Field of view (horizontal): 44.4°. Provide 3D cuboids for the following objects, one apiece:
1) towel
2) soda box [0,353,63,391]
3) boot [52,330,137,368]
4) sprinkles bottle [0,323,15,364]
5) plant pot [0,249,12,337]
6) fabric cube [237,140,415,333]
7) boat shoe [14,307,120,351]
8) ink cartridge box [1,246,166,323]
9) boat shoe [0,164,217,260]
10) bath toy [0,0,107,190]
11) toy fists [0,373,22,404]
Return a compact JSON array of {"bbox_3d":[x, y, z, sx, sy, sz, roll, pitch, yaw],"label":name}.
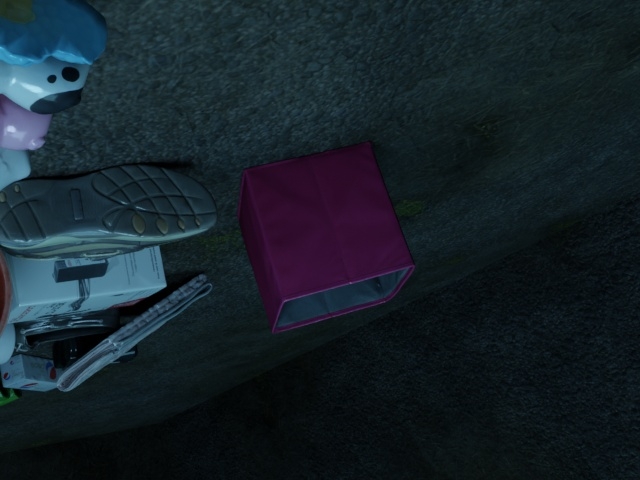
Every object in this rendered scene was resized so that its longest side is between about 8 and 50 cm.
[{"bbox_3d":[-0.445,0.221,1.882,0.317,0.053,0.332,-34,-178,43],"label":"towel"},{"bbox_3d":[-0.794,0.368,2.171,0.069,0.074,0.216,-20,163,5],"label":"soda box"},{"bbox_3d":[-0.583,0.280,2.065,0.207,0.094,0.246,-5,166,-27],"label":"boot"},{"bbox_3d":[-0.794,0.200,1.547,0.121,0.121,0.355,-30,160,35],"label":"sprinkles bottle"},{"bbox_3d":[-0.635,0.098,1.163,0.272,0.272,0.265,-5,170,-38],"label":"plant pot"},{"bbox_3d":[0.000,0.000,1.504,0.259,0.258,0.254,-14,162,-12],"label":"fabric cube"},{"bbox_3d":[-0.620,0.202,1.780,0.335,0.095,0.112,-17,163,-3],"label":"boat shoe"},{"bbox_3d":[-0.455,0.069,1.457,0.273,0.114,0.197,-6,169,-34],"label":"ink cartridge box"},{"bbox_3d":[-0.347,-0.038,1.261,0.355,0.132,0.130,-2,160,-20],"label":"boat shoe"},{"bbox_3d":[-0.368,-0.145,0.881,0.151,0.129,0.348,29,141,-20],"label":"bath toy"},{"bbox_3d":[-0.919,0.413,2.134,0.142,0.096,0.279,-20,174,-12],"label":"toy fists"}]
